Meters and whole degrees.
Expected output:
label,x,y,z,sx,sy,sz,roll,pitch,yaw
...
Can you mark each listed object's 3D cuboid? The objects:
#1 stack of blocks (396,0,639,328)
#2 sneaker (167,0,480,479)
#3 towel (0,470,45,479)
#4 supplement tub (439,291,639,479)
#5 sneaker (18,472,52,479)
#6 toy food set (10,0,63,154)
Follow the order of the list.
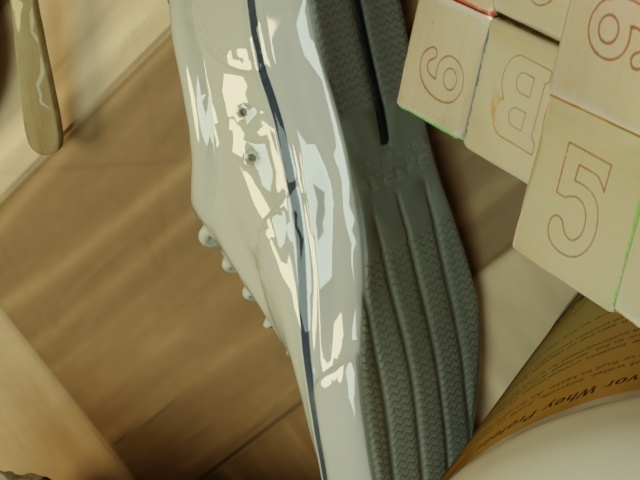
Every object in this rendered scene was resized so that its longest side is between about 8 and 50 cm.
label,x,y,z,sx,sy,sz,roll,pitch,yaw
stack of blocks,0.139,-0.030,0.378,0.297,0.171,0.087,40,124,52
sneaker,0.000,0.000,0.584,0.091,0.094,0.258,-3,99,40
towel,-0.087,0.193,0.562,0.282,0.187,0.049,8,153,16
supplement tub,0.138,0.125,0.424,0.228,0.316,0.228,7,108,21
sneaker,-0.230,0.179,0.721,0.153,0.094,0.235,32,126,2
toy food set,-0.203,-0.101,0.665,0.192,0.038,0.132,4,114,16
